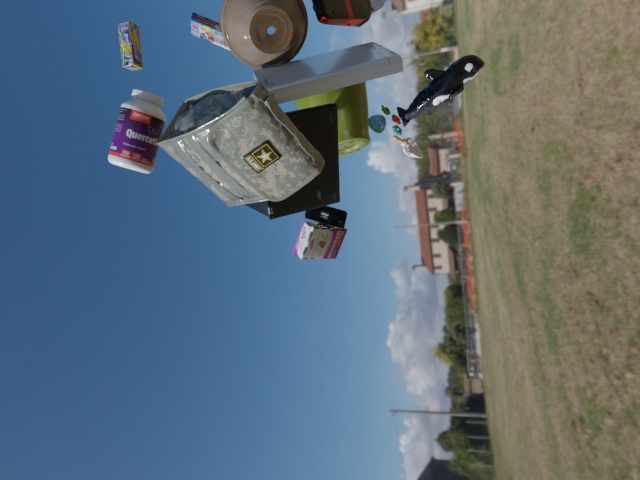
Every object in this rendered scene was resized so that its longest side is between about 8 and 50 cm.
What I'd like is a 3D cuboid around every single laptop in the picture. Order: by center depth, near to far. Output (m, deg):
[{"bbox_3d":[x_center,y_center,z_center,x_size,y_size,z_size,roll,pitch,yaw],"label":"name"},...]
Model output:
[{"bbox_3d":[-0.166,-0.294,1.460,0.381,0.408,0.236,86,166,-45],"label":"laptop"}]

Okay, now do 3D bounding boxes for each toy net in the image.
[{"bbox_3d":[0.275,-0.374,1.541,0.232,0.045,0.122,44,-135,-6],"label":"toy net"}]

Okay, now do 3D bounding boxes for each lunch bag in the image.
[{"bbox_3d":[-0.162,-0.204,0.941,0.235,0.287,0.168,45,-125,-40],"label":"lunch bag"}]

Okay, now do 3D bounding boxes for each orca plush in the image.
[{"bbox_3d":[0.342,-0.479,1.319,0.102,0.287,0.151,44,-133,-23],"label":"orca plush"}]

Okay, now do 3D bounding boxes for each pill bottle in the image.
[{"bbox_3d":[0.189,-0.922,1.663,0.094,0.169,0.094,0,-90,-35],"label":"pill bottle"},{"bbox_3d":[-0.764,-0.457,1.825,0.181,0.182,0.322,6,-81,-72],"label":"pill bottle"}]

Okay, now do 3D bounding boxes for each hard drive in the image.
[{"bbox_3d":[0.008,-0.446,1.145,0.233,0.353,0.047,-113,8,-54],"label":"hard drive"}]

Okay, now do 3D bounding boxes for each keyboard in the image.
[{"bbox_3d":[0.022,-0.094,1.794,0.038,0.192,0.100,4,-77,-60],"label":"keyboard"}]

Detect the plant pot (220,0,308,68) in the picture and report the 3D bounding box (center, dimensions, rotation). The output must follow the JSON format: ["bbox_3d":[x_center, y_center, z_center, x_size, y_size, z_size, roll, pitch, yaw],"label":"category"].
[{"bbox_3d":[-0.141,-0.566,1.148,0.109,0.238,0.237,-113,3,-49],"label":"plant pot"}]

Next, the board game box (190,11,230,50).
[{"bbox_3d":[-0.424,-0.840,1.764,0.136,0.201,0.035,-177,104,-74],"label":"board game box"}]

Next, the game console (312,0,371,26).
[{"bbox_3d":[0.022,-0.831,1.267,0.342,0.060,0.386,-36,-68,-50],"label":"game console"}]

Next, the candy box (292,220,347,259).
[{"bbox_3d":[0.000,0.000,1.950,0.234,0.071,0.159,2,-64,-48],"label":"candy box"}]

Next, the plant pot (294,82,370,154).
[{"bbox_3d":[0.071,-0.584,1.999,0.366,0.367,0.352,2,-107,-72],"label":"plant pot"}]

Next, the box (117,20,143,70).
[{"bbox_3d":[-0.741,-0.758,1.692,0.059,0.054,0.168,-13,-81,-71],"label":"box"}]
